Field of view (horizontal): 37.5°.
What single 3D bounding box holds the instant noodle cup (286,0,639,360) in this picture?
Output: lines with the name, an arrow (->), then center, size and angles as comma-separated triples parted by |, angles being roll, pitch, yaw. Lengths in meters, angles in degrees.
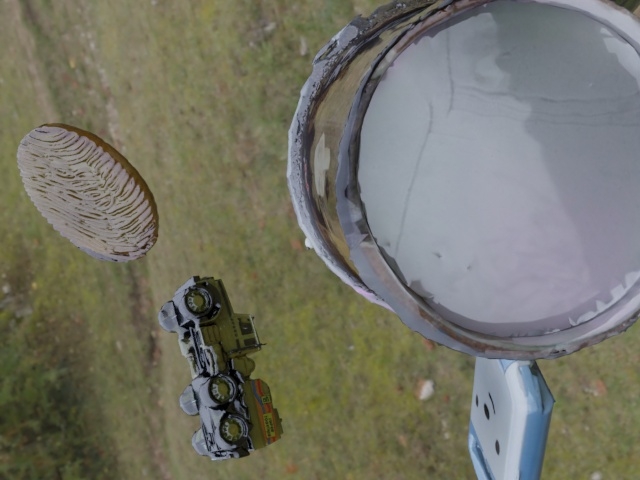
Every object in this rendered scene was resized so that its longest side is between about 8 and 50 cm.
instant noodle cup -> 0.087, -0.042, 0.518 | 0.207, 0.218, 0.217 | -107, 0, -82

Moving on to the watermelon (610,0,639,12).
watermelon -> 0.401, -0.415, 1.433 | 0.212, 0.212, 0.212 | 48, 149, 42

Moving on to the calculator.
calculator -> 0.171, 0.169, 0.864 | 0.121, 0.039, 0.210 | -103, 10, -54

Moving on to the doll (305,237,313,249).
doll -> 0.004, -0.005, 2.067 | 0.040, 0.085, 0.058 | 75, -161, -75

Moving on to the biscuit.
biscuit -> -0.444, -0.085, 1.790 | 0.318, 0.040, 0.317 | 18, 136, 19

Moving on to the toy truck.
toy truck -> -0.137, 0.176, 1.337 | 0.127, 0.127, 0.257 | -34, 74, 62
